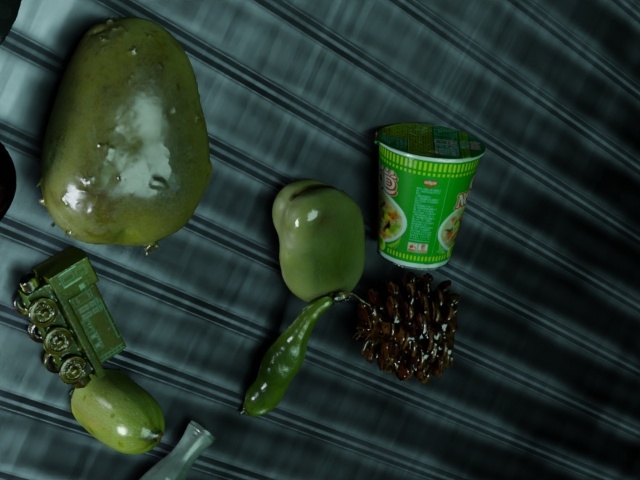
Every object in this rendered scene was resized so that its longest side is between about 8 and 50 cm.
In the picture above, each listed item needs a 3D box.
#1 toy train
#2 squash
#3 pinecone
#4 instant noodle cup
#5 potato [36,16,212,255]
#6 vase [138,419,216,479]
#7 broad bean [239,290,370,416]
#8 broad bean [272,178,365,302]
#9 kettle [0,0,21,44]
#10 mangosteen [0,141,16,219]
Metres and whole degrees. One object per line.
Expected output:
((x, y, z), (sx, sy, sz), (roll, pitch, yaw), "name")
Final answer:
((-0.408, 0.132, 1.947), (0.137, 0.090, 0.225), (-34, 121, -24), "toy train")
((-0.329, 0.300, 1.997), (0.123, 0.186, 0.123), (-16, 117, -35), "squash")
((0.162, 0.159, 2.254), (0.221, 0.221, 0.221), (-11, 111, -30), "pinecone")
((0.187, -0.080, 2.215), (0.207, 0.207, 0.233), (-8, 118, -31), "instant noodle cup")
((-0.290, -0.163, 1.847), (0.269, 0.219, 0.359), (10, 98, -28), "potato")
((-0.275, 0.425, 2.136), (0.214, 0.086, 0.086), (-53, 125, -13), "vase")
((-0.048, 0.210, 2.183), (0.098, 0.056, 0.318), (40, 102, -19), "broad bean")
((0.000, 0.000, 2.165), (0.189, 0.121, 0.263), (-34, 135, -24), "broad bean")
((-0.573, -0.379, 1.609), (0.308, 0.203, 0.262), (35, 87, -33), "kettle")
((-0.561, -0.095, 1.716), (0.216, 0.216, 0.216), (-11, 111, -30), "mangosteen")
